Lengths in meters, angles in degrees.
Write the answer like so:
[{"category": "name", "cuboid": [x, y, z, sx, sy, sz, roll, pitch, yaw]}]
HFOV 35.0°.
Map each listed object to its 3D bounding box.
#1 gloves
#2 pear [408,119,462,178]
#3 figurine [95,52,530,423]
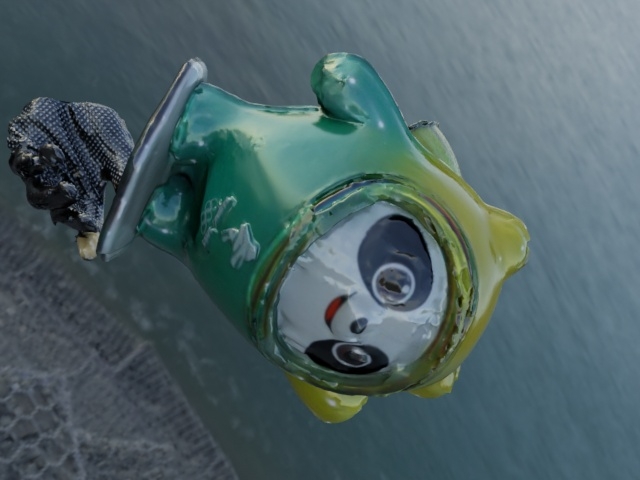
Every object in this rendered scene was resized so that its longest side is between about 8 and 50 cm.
[{"category": "gloves", "cuboid": [-0.256, -0.053, 1.049, 0.129, 0.106, 0.181, 24, 49, -45]}, {"category": "pear", "cuboid": [0.088, 0.018, 1.163, 0.164, 0.238, 0.255, -9, 72, -63]}, {"category": "figurine", "cuboid": [0.000, 0.000, 0.889, 0.340, 0.324, 0.231, 28, 24, -3]}]
